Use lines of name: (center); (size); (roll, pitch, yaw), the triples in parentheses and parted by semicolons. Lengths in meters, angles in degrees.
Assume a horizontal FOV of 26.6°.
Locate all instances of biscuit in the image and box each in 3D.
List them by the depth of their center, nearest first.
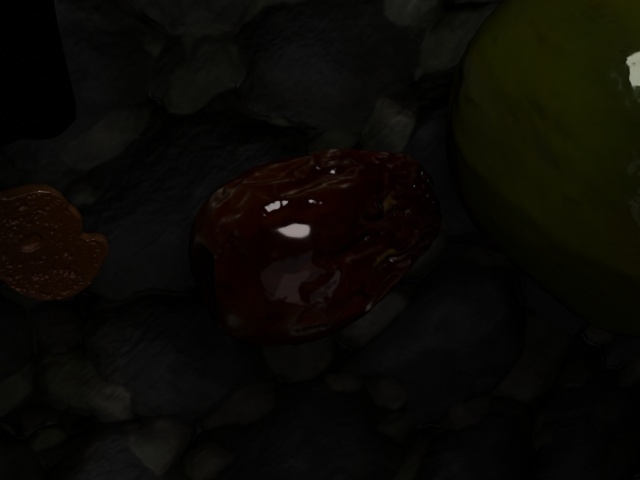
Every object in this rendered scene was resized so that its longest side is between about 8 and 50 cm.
biscuit: (-0.253, 0.001, 1.201); (0.102, 0.019, 0.130); (-41, 124, 10)

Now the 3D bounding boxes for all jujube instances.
jujube: (0.000, 0.000, 1.203); (0.236, 0.168, 0.168); (-22, 127, -25)

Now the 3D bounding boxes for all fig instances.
fig: (0.278, -0.076, 1.127); (0.343, 0.343, 0.343); (-8, 123, -13)

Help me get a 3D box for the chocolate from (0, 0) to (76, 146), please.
chocolate: (-0.325, -0.164, 0.951); (0.186, 0.283, 0.283); (-24, 126, 16)
